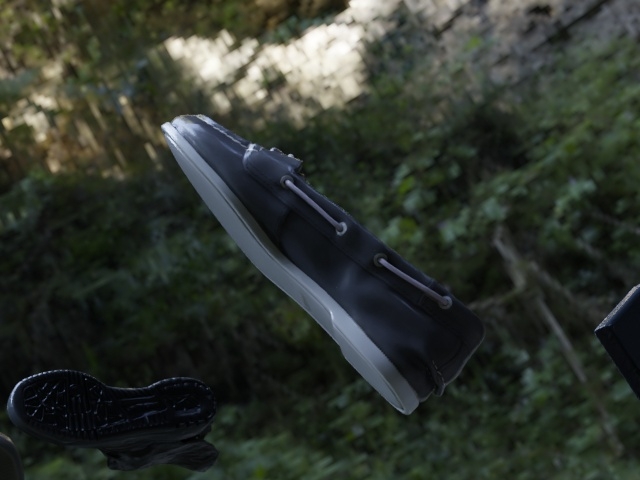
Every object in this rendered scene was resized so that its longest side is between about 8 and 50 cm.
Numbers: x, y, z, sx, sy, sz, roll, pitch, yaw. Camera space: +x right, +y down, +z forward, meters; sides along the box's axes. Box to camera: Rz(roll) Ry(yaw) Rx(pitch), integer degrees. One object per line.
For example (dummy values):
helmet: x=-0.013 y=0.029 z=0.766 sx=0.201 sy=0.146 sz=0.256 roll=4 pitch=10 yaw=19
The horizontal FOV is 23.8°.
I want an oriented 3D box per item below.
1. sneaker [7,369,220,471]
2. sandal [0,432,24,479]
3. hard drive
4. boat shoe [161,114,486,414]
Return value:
sneaker: x=-0.136 y=0.127 z=1.017 sx=0.170 sy=0.051 sz=0.089 roll=3 pitch=-30 yaw=-30
sandal: x=-0.245 y=0.251 z=1.128 sx=0.090 sy=0.219 sz=0.060 roll=1 pitch=-2 yaw=-22
hard drive: x=0.363 y=0.112 z=1.711 sx=0.022 sy=0.094 sz=0.135 roll=-33 pitch=1 yaw=36
boat shoe: x=0.000 y=0.000 z=1.263 sx=0.095 sy=0.335 sz=0.112 roll=-38 pitch=-22 yaw=-12
